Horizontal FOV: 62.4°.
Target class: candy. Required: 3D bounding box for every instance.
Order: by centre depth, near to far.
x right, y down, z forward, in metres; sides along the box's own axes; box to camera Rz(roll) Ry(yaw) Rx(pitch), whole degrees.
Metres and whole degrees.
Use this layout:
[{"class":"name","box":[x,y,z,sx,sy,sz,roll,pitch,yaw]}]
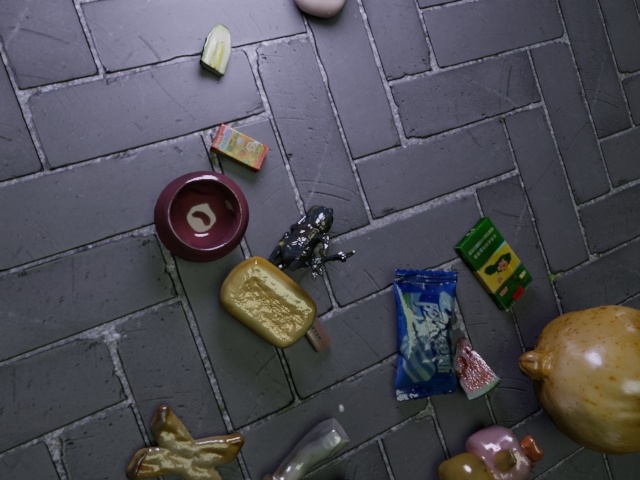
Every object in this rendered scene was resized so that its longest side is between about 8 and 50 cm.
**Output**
[{"class":"candy","box":[-0.184,-0.209,1.205,0.122,0.038,0.062,26,78,-18]},{"class":"candy","box":[0.269,0.236,1.340,0.187,0.077,0.331,0,89,-19]}]

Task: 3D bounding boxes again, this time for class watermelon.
[{"class":"watermelon","box":[0.399,0.345,1.370,0.098,0.121,0.158,-33,95,2]}]

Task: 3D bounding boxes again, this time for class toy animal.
[{"class":"toy animal","box":[0.414,0.587,1.337,0.281,0.195,0.169,-33,60,-23]}]

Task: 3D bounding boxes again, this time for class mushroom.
[{"class":"mushroom","box":[-0.035,0.499,1.201,0.223,0.092,0.081,-36,117,-12]}]

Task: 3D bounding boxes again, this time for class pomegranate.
[{"class":"pomegranate","box":[0.706,0.348,1.360,0.410,0.410,0.410,1,87,-21]}]

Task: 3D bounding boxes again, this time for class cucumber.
[{"class":"cucumber","box":[-0.237,-0.435,1.198,0.067,0.035,0.107,23,78,-37]}]

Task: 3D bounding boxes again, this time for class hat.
[{"class":"hat","box":[-0.257,-0.051,1.142,0.205,0.089,0.206,1,87,-26]}]

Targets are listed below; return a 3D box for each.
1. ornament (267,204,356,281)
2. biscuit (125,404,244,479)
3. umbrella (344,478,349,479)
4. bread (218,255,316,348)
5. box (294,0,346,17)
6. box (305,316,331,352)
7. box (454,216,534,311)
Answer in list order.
[{"class":"ornament","box":[0.000,0.000,1.160,0.202,0.236,0.080,-47,109,-16]},{"class":"biscuit","box":[-0.284,0.459,1.126,0.207,0.047,0.164,29,78,-17]},{"class":"umbrella","box":[-0.046,0.656,1.171,0.336,0.128,0.154,-15,95,-18]},{"class":"bread","box":[-0.117,0.136,1.178,0.217,0.098,0.147,44,91,-13]},{"class":"box","box":[0.002,-0.641,1.273,0.145,0.088,0.200,7,86,-19]},{"class":"box","box":[-0.019,0.209,1.254,0.048,0.025,0.115,-34,100,-18]},{"class":"box","box":[0.479,0.066,1.452,0.132,0.034,0.235,-44,103,-18]}]
